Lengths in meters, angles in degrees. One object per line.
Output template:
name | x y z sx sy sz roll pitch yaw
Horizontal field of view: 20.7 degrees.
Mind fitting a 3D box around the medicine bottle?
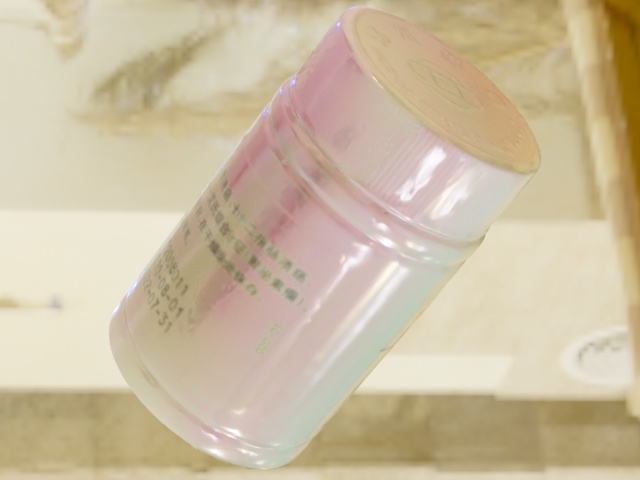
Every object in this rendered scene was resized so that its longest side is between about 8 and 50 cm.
medicine bottle | 0.000 0.000 1.057 0.254 0.152 0.152 -50 26 24
